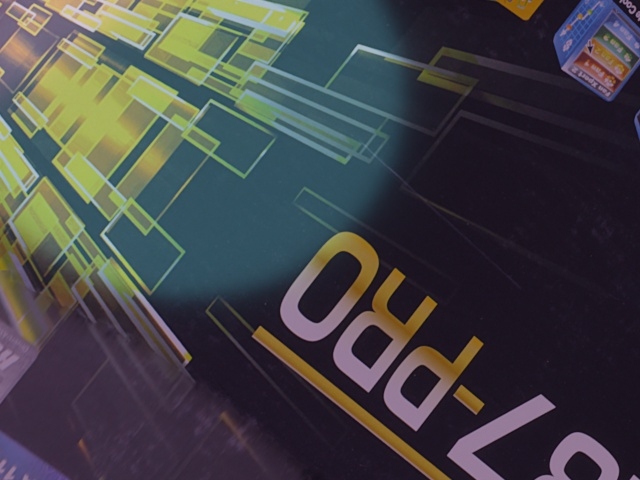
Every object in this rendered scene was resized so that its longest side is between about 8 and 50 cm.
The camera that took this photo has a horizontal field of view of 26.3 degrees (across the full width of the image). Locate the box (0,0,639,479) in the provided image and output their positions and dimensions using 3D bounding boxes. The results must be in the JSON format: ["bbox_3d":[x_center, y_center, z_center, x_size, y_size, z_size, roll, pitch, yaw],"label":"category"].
[{"bbox_3d":[0.000,0.000,0.513,0.395,0.097,0.318,41,85,-19],"label":"box"}]
